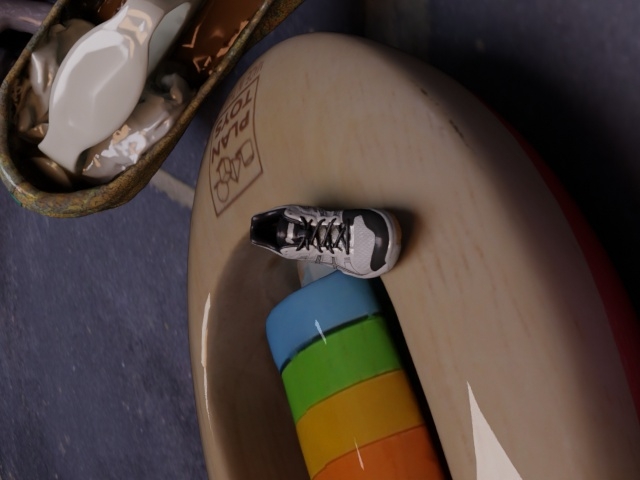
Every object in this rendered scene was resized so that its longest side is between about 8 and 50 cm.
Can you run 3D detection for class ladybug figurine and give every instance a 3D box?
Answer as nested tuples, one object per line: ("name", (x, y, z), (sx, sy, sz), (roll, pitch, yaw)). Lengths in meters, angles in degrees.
("ladybug figurine", (0.059, 0.092, 0.640), (0.305, 0.162, 0.449), (-39, 60, 50))

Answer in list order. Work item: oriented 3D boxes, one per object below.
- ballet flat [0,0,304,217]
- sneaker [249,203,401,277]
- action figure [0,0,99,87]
("ballet flat", (-0.065, -0.151, 0.663), (0.348, 0.123, 0.123), (-53, 56, 15))
("sneaker", (0.000, 0.000, 0.545), (0.083, 0.037, 0.031), (2, 90, 52))
("action figure", (-0.141, -0.157, 0.812), (0.179, 0.341, 0.330), (15, 136, 6))
